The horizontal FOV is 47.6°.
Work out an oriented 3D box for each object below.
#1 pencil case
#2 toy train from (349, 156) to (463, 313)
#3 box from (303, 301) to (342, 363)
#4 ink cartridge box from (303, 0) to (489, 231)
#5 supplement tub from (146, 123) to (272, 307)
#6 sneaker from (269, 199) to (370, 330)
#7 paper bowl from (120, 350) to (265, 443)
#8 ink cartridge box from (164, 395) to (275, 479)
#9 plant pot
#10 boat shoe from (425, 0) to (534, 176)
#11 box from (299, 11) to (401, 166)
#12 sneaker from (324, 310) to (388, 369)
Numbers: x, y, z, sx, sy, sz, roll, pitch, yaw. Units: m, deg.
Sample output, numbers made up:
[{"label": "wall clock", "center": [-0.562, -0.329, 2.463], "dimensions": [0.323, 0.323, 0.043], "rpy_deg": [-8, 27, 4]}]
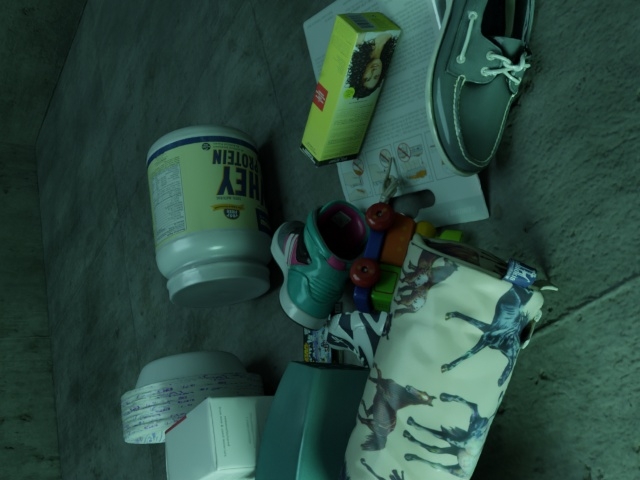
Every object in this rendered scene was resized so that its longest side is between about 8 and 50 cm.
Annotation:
[{"label": "pencil case", "center": [0.139, 0.207, 0.876], "dimensions": [0.160, 0.184, 0.410], "rpy_deg": [11, -83, -80]}, {"label": "toy train", "center": [0.139, -0.009, 1.033], "dimensions": [0.105, 0.143, 0.248], "rpy_deg": [71, -147, -62]}, {"label": "box", "center": [0.003, 0.180, 1.305], "dimensions": [0.094, 0.027, 0.137], "rpy_deg": [-12, 78, 57]}, {"label": "ink cartridge box", "center": [0.129, -0.209, 1.124], "dimensions": [0.308, 0.091, 0.384], "rpy_deg": [-10, 96, 56]}, {"label": "supplement tub", "center": [-0.223, -0.045, 1.480], "dimensions": [0.235, 0.235, 0.324], "rpy_deg": [-35, 59, 50]}, {"label": "sneaker", "center": [0.000, 0.000, 1.228], "dimensions": [0.178, 0.124, 0.295], "rpy_deg": [-55, 23, 21]}, {"label": "paper bowl", "center": [-0.254, 0.311, 1.455], "dimensions": [0.284, 0.284, 0.148], "rpy_deg": [-34, 59, 51]}, {"label": "ink cartridge box", "center": [-0.088, 0.340, 1.200], "dimensions": [0.207, 0.283, 0.117], "rpy_deg": [-43, 49, 47]}, {"label": "plant pot", "center": [0.011, 0.293, 1.026], "dimensions": [0.166, 0.166, 0.234], "rpy_deg": [172, 105, -66]}, {"label": "boat shoe", "center": [0.215, -0.243, 0.933], "dimensions": [0.099, 0.116, 0.319], "rpy_deg": [3, 85, 61]}, {"label": "box", "center": [0.040, -0.222, 1.090], "dimensions": [0.058, 0.087, 0.232], "rpy_deg": [50, 140, 31]}, {"label": "sneaker", "center": [0.086, 0.187, 1.113], "dimensions": [0.235, 0.094, 0.153], "rpy_deg": [-17, 64, 45]}]
